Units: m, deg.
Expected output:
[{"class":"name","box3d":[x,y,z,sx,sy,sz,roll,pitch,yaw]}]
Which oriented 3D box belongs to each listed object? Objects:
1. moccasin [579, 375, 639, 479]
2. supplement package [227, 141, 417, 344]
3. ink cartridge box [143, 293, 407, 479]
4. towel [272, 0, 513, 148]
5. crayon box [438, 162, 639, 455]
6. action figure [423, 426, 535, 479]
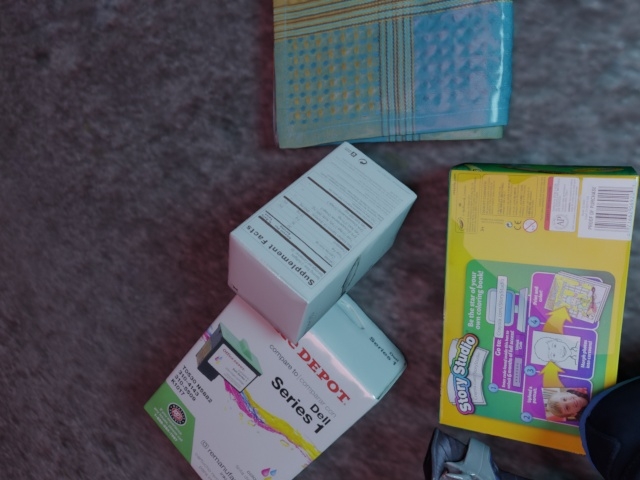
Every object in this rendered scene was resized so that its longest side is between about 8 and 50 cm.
[{"class":"moccasin","box3d":[0.392,0.133,0.441,0.342,0.117,0.138,-33,96,10]},{"class":"supplement package","box3d":[0.000,0.000,0.591,0.105,0.179,0.105,40,150,14]},{"class":"ink cartridge box","box3d":[-0.062,0.182,0.704,0.201,0.117,0.278,46,115,11]},{"class":"towel","box3d":[0.067,-0.289,0.598,0.271,0.040,0.370,2,99,24]},{"class":"crayon box","box3d":[0.214,0.064,0.569,0.165,0.081,0.279,5,103,24]},{"class":"action figure","box3d":[0.239,0.288,0.562,0.285,0.099,0.185,11,108,4]}]
